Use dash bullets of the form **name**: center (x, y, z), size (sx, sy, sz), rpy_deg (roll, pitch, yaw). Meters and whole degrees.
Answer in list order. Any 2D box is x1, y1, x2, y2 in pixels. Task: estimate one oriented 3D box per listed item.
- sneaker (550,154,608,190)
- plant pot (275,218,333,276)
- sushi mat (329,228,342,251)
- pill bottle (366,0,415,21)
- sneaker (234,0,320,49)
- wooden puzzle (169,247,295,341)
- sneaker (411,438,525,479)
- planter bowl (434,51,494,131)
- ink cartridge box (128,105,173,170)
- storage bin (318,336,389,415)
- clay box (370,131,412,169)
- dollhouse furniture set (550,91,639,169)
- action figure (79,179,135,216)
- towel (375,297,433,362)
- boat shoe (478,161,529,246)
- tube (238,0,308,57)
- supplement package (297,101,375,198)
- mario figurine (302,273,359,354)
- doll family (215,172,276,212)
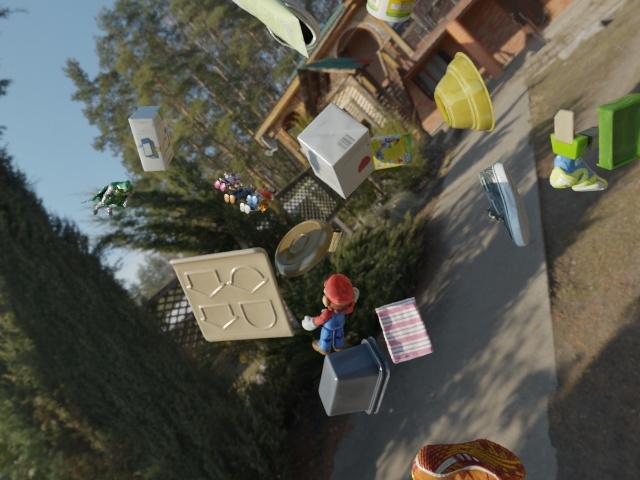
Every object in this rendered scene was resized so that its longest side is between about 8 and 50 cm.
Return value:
- **sneaker**: center (0.827, -0.224, 1.272), size (0.240, 0.126, 0.091), rpy_deg (1, 0, -30)
- **plant pot**: center (-0.065, 0.015, 1.337), size (0.236, 0.032, 0.236), rpy_deg (-27, 38, 23)
- **sushi mat**: center (0.000, 0.000, 1.629), size (0.316, 0.152, 0.019), rpy_deg (101, 174, -75)
- **pill bottle**: center (0.221, -0.761, 1.117), size (0.136, 0.136, 0.245), rpy_deg (-49, -17, -36)
- **sneaker**: center (-0.121, -0.559, 0.942), size (0.108, 0.293, 0.169), rpy_deg (-53, 19, 25)
- **wooden puzzle**: center (-0.269, 0.173, 1.281), size (0.323, 0.347, 0.080), rpy_deg (-8, 28, 18)
- **sneaker**: center (0.226, 0.349, 0.621), size (0.064, 0.175, 0.067), rpy_deg (-88, 4, -53)
- **planter bowl**: center (0.357, -0.362, 1.043), size (0.090, 0.217, 0.217), rpy_deg (-26, 9, 12)
- **ink cartridge box**: center (-0.653, -0.397, 1.568), size (0.154, 0.093, 0.212), rpy_deg (-99, 8, -55)
- **storage bin**: center (0.050, 0.240, 0.703), size (0.098, 0.091, 0.135), rpy_deg (-120, 32, -49)
- **clay box**: center (0.263, -0.367, 1.665), size (0.222, 0.127, 0.053), rpy_deg (-10, 28, 6)
- **dollhouse furniture set**: center (0.771, -0.321, 0.999), size (0.302, 0.151, 0.197), rpy_deg (-23, 29, -2)
- **action figure**: center (-0.656, -0.138, 1.278), size (0.137, 0.063, 0.232), rpy_deg (1, -19, -45)
- **towel**: center (0.286, 0.305, 1.376), size (0.144, 0.196, 0.029), rpy_deg (-19, -19, 5)
- **boat shoe**: center (0.711, -0.132, 1.561), size (0.119, 0.334, 0.121), rpy_deg (-20, -8, 42)
- **tube**: center (-0.102, -0.453, 0.779), size (0.070, 0.240, 0.062), rpy_deg (-15, -32, -47)
- **supplement package**: center (0.069, -0.310, 1.445), size (0.177, 0.175, 0.293), rpy_deg (-46, -19, -3)
- **mario figurine**: center (0.044, 0.273, 1.587), size (0.198, 0.170, 0.320), rpy_deg (-33, -44, -63)
- **doll family**: center (-0.294, -0.183, 1.633), size (0.163, 0.263, 0.118), rpy_deg (-36, -34, -51)
